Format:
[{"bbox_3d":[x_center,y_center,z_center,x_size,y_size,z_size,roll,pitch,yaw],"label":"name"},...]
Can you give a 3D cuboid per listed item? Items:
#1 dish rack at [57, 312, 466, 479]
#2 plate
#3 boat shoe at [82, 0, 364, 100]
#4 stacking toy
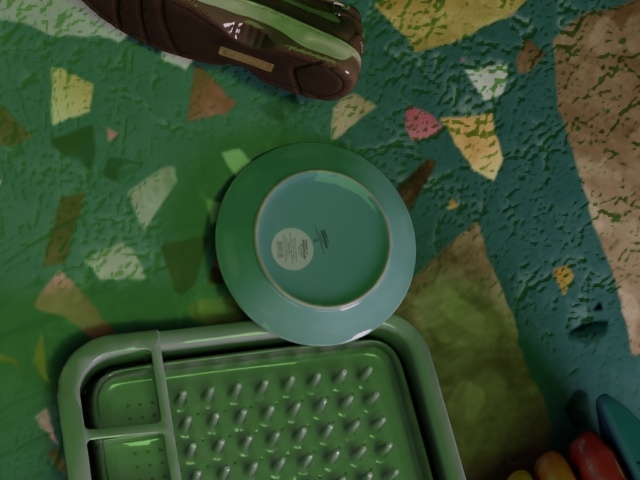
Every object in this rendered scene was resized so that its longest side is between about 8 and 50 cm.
[{"bbox_3d":[-0.045,0.209,1.025,0.333,0.072,0.285,-6,62,-16],"label":"dish rack"},{"bbox_3d":[0.000,0.000,1.071,0.188,0.024,0.188,4,78,-16],"label":"plate"},{"bbox_3d":[-0.083,-0.207,1.034,0.257,0.095,0.095,21,64,-16],"label":"boat shoe"},{"bbox_3d":[0.180,0.287,1.118,0.302,0.175,0.165,-21,140,1],"label":"stacking toy"}]
